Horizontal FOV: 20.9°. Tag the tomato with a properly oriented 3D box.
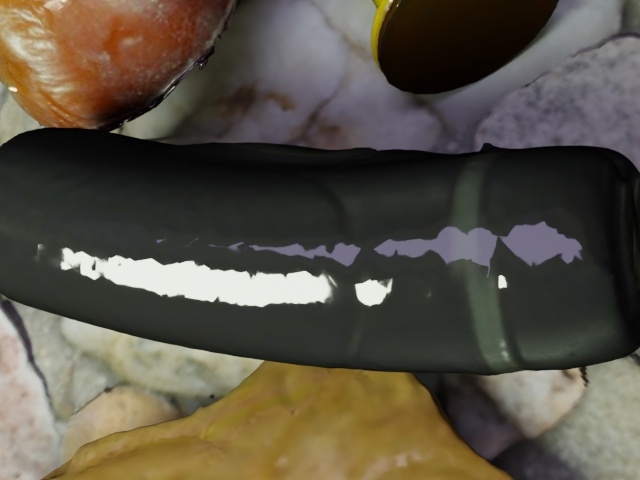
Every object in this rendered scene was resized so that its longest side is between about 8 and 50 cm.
[{"bbox_3d":[-0.143,-0.188,1.007,0.181,0.155,0.214,-20,46,24],"label":"tomato"}]

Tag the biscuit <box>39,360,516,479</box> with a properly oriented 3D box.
[{"bbox_3d":[-0.026,0.254,0.860,0.365,0.062,0.385,-29,63,-2],"label":"biscuit"}]

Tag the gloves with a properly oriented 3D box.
[{"bbox_3d":[0.024,-0.231,1.055,0.133,0.116,0.294,-25,56,-6],"label":"gloves"}]

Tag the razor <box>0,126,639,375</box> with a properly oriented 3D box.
[{"bbox_3d":[0.001,0.002,0.897,0.349,0.204,0.113,3,97,17],"label":"razor"}]
